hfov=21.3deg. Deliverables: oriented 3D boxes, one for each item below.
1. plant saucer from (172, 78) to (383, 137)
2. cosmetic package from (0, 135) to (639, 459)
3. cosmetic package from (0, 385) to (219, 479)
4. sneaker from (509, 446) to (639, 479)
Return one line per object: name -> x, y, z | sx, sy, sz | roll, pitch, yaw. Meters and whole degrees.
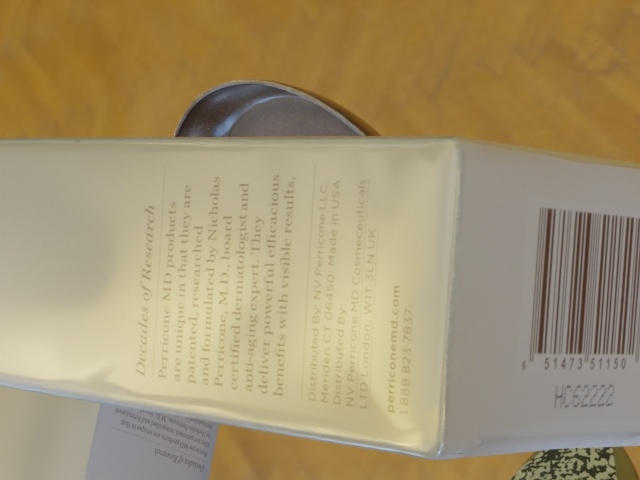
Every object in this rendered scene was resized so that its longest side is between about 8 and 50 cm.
plant saucer -> 0.000, 0.000, 1.418 | 0.310, 0.050, 0.310 | 28, 135, 32
cosmetic package -> -0.026, 0.024, 1.032 | 0.453, 0.230, 0.161 | 4, 90, 45
cosmetic package -> -0.206, 0.189, 1.315 | 0.197, 0.155, 0.365 | 1, 74, 34
sneaker -> 0.155, 0.285, 1.432 | 0.158, 0.410, 0.182 | 15, 138, 30
